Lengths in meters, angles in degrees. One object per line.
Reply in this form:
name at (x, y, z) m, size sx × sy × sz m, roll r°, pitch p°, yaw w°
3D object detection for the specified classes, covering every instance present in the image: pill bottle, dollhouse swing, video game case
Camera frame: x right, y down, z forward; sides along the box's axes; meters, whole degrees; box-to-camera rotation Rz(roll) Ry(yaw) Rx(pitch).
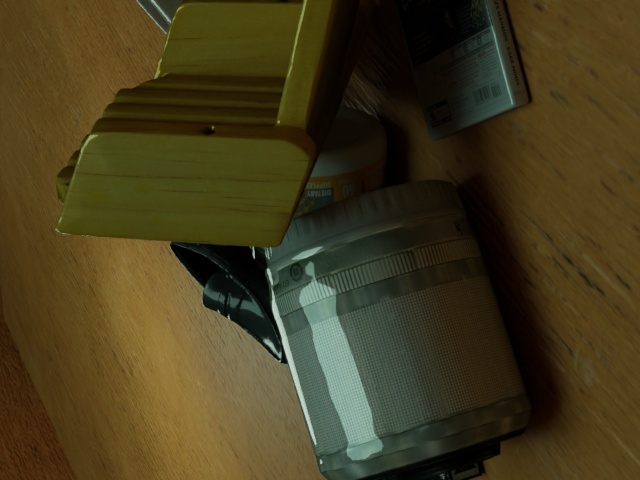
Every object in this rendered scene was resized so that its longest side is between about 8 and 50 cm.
pill bottle at (0.000, 0.000, 1.748) m, size 0.162 × 0.162 × 0.278 m, roll -137°, pitch 38°, yaw -55°
dollhouse swing at (-0.094, -0.211, 1.517) m, size 0.347 × 0.315 × 0.305 m, roll -69°, pitch -21°, yaw -56°
video game case at (0.130, -0.196, 1.490) m, size 0.190 × 0.022 × 0.173 m, roll 162°, pitch 93°, yaw -70°

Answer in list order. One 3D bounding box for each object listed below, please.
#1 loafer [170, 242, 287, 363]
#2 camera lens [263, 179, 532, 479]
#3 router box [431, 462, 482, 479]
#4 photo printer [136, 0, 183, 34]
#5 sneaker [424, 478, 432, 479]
loafer at (-0.090, 0.060, 1.684) m, size 0.223 × 0.078 × 0.076 m, roll 49°, pitch 147°, yaw 40°
camera lens at (0.074, 0.100, 1.540) m, size 0.219 × 0.219 × 0.274 m, roll 144°, pitch 110°, yaw -67°
router box at (0.112, 0.196, 1.748) m, size 0.179 × 0.046 × 0.133 m, roll 179°, pitch 78°, yaw -69°
photo printer at (-0.250, -0.432, 2.051) m, size 0.307 × 0.107 × 0.256 m, roll 60°, pitch -174°, yaw 36°
sneaker at (0.105, 0.333, 1.826) m, size 0.229 × 0.086 × 0.132 m, roll 173°, pitch 78°, yaw -79°
